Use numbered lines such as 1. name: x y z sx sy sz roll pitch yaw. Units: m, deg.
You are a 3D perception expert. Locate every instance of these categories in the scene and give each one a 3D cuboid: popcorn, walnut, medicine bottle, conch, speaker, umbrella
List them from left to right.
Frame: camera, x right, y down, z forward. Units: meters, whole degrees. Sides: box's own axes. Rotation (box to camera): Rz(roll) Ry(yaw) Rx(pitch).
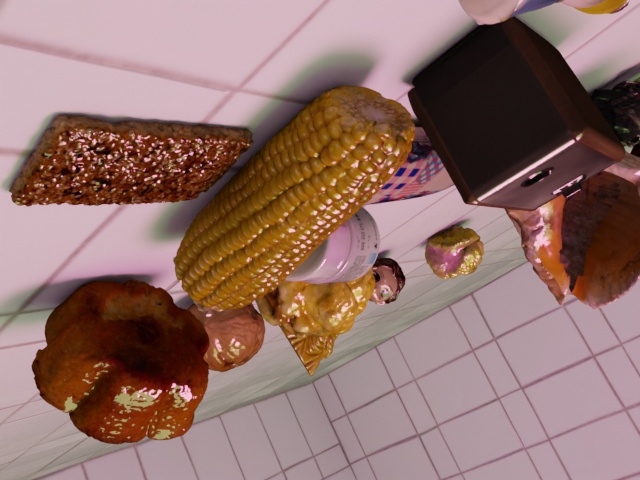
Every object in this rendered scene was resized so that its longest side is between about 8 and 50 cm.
1. walnut: -0.185 0.167 1.217 0.156 0.155 0.184 -27 169 3
2. popcorn: -0.018 0.075 1.171 0.203 0.226 0.200 36 83 -31
3. medicine bottle: 0.000 0.000 0.982 0.135 0.135 0.168 -34 163 25
4. popcorn: 0.335 0.030 1.622 0.145 0.125 0.126 -50 147 12
5. speaker: 0.243 -0.141 0.798 0.153 0.192 0.231 -34 161 30
6. conch: 0.449 -0.068 1.100 0.210 0.352 0.297 -37 -155 -22
7. umbrella: 0.594 -0.265 1.113 0.272 0.122 0.110 -34 -159 8

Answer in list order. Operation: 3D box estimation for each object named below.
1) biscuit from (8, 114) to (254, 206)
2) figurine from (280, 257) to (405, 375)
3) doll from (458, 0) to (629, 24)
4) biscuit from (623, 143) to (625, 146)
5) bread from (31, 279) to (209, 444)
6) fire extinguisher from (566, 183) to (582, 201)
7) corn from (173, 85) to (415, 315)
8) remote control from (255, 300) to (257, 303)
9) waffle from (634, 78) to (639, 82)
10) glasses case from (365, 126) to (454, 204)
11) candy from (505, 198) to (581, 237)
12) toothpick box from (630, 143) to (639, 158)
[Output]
1. biscuit: -0.181 -0.075 0.661 0.231 0.025 0.131 -7 156 -48
2. figurine: 0.057 0.146 1.515 0.315 0.187 0.168 -32 161 -8
3. doll: 0.206 -0.245 0.582 0.241 0.098 0.135 -17 140 -31
4. biscuit: 0.703 -0.280 1.317 0.312 0.057 0.351 -32 163 24
5. bread: -0.277 0.160 0.927 0.247 0.232 0.135 20 126 -36
6. fire extinguisher: 0.335 -0.144 0.955 0.062 0.177 0.050 -33 164 19
7. corn: -0.049 -0.041 0.781 0.144 0.143 0.387 -8 151 -48
8. remote control: -0.082 0.105 1.401 0.125 0.017 0.053 -30 165 14
9. waffle: 0.499 -0.238 1.192 0.125 0.032 0.191 -9 155 -39
10. glasses case: 0.120 -0.107 0.928 0.328 0.076 0.125 -10 160 -44
11. candy: 0.471 -0.076 1.381 0.135 0.179 0.321 -33 163 22
12. toothpick box: 0.769 -0.100 1.466 0.333 0.204 0.204 -52 178 -29
